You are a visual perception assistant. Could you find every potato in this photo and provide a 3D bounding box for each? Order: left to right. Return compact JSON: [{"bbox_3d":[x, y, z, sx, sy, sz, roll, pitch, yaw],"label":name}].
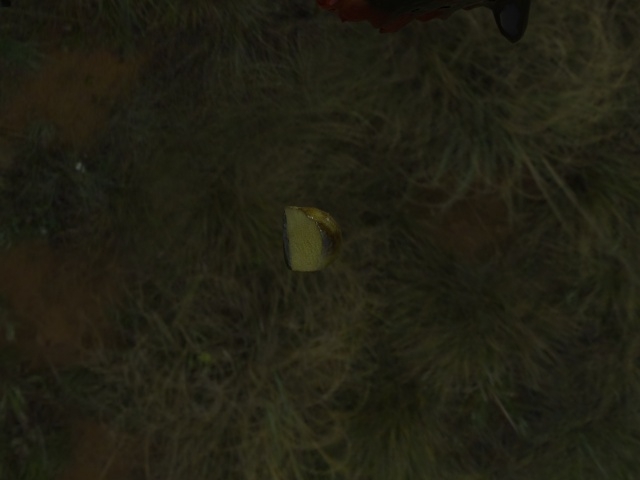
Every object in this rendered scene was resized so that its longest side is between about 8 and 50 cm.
[{"bbox_3d":[0.000,0.000,1.292,0.066,0.103,0.096,-13,107,-30],"label":"potato"}]

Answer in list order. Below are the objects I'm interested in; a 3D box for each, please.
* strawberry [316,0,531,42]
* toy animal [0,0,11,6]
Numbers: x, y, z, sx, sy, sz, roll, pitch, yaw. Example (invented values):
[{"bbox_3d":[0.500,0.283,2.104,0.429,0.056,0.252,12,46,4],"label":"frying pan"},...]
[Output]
[{"bbox_3d":[0.039,-0.204,0.473,0.306,0.137,0.233,4,83,-56],"label":"strawberry"},{"bbox_3d":[-0.444,-0.515,1.232,0.257,0.194,0.357,24,122,-30],"label":"toy animal"}]
